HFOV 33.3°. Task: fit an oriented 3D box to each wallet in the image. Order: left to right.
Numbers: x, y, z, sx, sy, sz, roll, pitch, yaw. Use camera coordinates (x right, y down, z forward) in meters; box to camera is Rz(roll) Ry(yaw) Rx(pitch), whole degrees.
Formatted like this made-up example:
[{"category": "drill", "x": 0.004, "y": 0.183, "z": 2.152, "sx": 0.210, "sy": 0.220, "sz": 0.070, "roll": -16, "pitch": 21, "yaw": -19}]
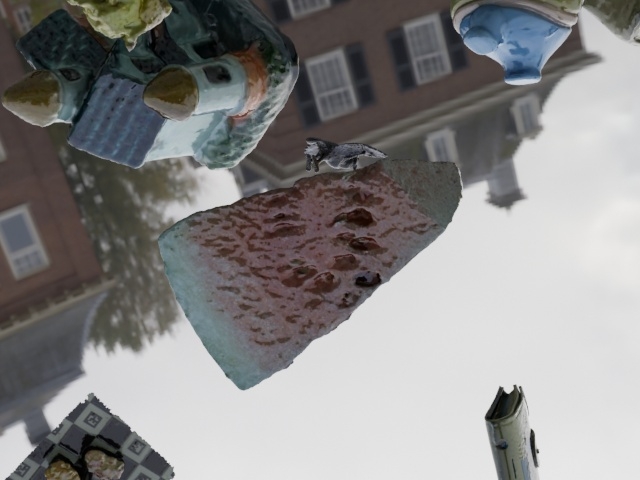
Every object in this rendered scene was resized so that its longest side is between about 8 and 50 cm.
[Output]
[{"category": "wallet", "x": 0.220, "y": 0.246, "z": 1.180, "sx": 0.039, "sy": 0.155, "sz": 0.110, "roll": -8, "pitch": -166, "yaw": 20}]

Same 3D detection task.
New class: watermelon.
[{"category": "watermelon", "x": 0.000, "y": 0.000, "z": 0.853, "sx": 0.241, "sy": 0.154, "sz": 0.094, "roll": -25, "pitch": -156, "yaw": 21}]

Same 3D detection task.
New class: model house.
[{"category": "model house", "x": -0.210, "y": -0.184, "z": 1.151, "sx": 0.291, "sy": 0.253, "sz": 0.184, "roll": -25, "pitch": 156, "yaw": -50}]

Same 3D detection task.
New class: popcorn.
[{"category": "popcorn", "x": -0.153, "y": -0.180, "z": 0.806, "sx": 0.083, "sy": 0.059, "sz": 0.068, "roll": 8, "pitch": -126, "yaw": 22}]

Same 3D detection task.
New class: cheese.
[{"category": "cheese", "x": 0.374, "y": -0.317, "z": 1.299, "sx": 0.175, "sy": 0.091, "sz": 0.202, "roll": -17, "pitch": -128, "yaw": -36}]

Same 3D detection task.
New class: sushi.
[{"category": "sushi", "x": -0.343, "y": 0.359, "z": 1.563, "sx": 0.210, "sy": 0.192, "sz": 0.040, "roll": -43, "pitch": -159, "yaw": -1}]

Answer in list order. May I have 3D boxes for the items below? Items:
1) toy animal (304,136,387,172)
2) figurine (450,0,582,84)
[{"category": "toy animal", "x": 0.023, "y": -0.148, "z": 1.837, "sx": 0.108, "sy": 0.062, "sz": 0.220, "roll": -6, "pitch": -174, "yaw": -33}, {"category": "figurine", "x": 0.145, "y": -0.275, "z": 0.927, "sx": 0.180, "sy": 0.262, "sz": 0.154, "roll": 3, "pitch": 178, "yaw": -18}]
